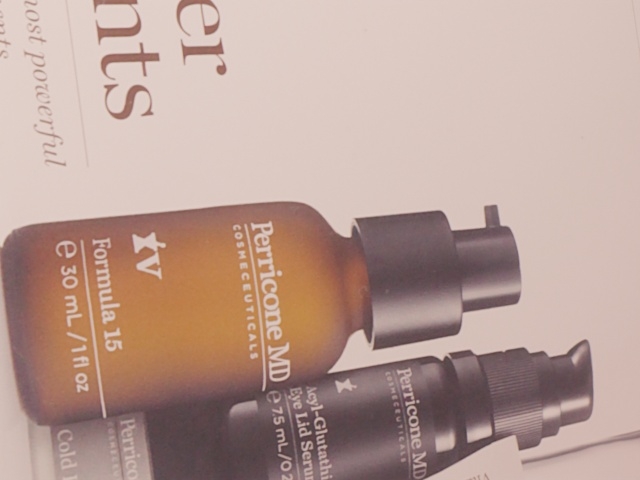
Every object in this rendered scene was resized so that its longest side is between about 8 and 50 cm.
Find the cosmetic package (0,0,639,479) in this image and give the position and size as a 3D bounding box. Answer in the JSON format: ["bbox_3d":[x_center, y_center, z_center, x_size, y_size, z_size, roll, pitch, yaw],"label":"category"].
[{"bbox_3d":[0.000,0.000,0.479,0.284,0.377,0.097,-7,-2,-37],"label":"cosmetic package"}]
